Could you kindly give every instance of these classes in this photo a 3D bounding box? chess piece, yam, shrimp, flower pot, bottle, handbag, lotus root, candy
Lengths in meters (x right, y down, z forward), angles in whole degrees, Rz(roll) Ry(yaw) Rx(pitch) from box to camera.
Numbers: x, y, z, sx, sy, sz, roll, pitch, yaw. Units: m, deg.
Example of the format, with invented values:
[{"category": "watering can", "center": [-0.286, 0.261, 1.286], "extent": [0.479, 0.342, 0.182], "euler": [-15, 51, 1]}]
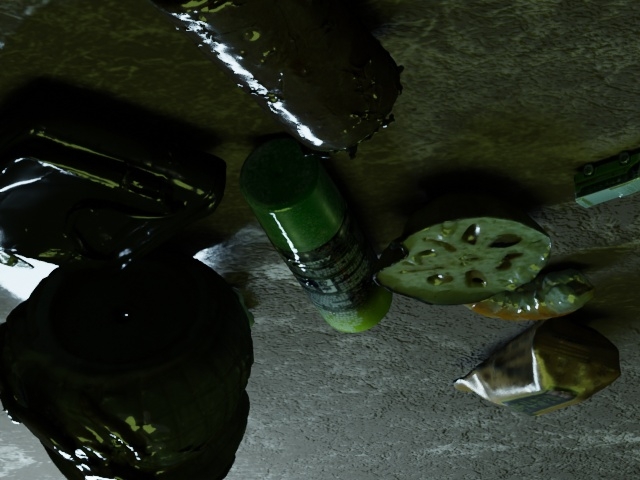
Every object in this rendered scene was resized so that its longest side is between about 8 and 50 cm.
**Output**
[{"category": "chess piece", "center": [-0.105, 0.089, 2.110], "extent": [0.042, 0.042, 0.093], "euler": [-4, 162, 14]}, {"category": "yam", "center": [-0.034, -0.176, 1.423], "extent": [0.131, 0.131, 0.279], "euler": [-10, 152, 26]}, {"category": "shrimp", "center": [0.225, 0.045, 1.981], "extent": [0.161, 0.049, 0.166], "euler": [-16, 142, 38]}, {"category": "flower pot", "center": [-0.227, 0.156, 1.942], "extent": [0.302, 0.302, 0.213], "euler": [0, 136, 6]}, {"category": "bottle", "center": [0.000, 0.000, 1.834], "extent": [0.093, 0.093, 0.330], "euler": [-4, 155, 14]}, {"category": "handbag", "center": [-0.252, -0.048, 1.752], "extent": [0.244, 0.088, 0.275], "euler": [21, 148, -28]}, {"category": "lotus root", "center": [0.151, -0.003, 1.839], "extent": [0.183, 0.078, 0.203], "euler": [-27, 148, 28]}, {"category": "candy", "center": [0.283, 0.173, 2.186], "extent": [0.143, 0.101, 0.271], "euler": [16, 158, -14]}]

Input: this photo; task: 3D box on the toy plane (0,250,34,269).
[{"category": "toy plane", "center": [-0.467, 0.051, 1.995], "extent": [0.286, 0.108, 0.092], "euler": [-25, 144, 24]}]

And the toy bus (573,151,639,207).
[{"category": "toy bus", "center": [0.301, -0.063, 1.734], "extent": [0.083, 0.037, 0.031], "euler": [-19, 148, 37]}]
